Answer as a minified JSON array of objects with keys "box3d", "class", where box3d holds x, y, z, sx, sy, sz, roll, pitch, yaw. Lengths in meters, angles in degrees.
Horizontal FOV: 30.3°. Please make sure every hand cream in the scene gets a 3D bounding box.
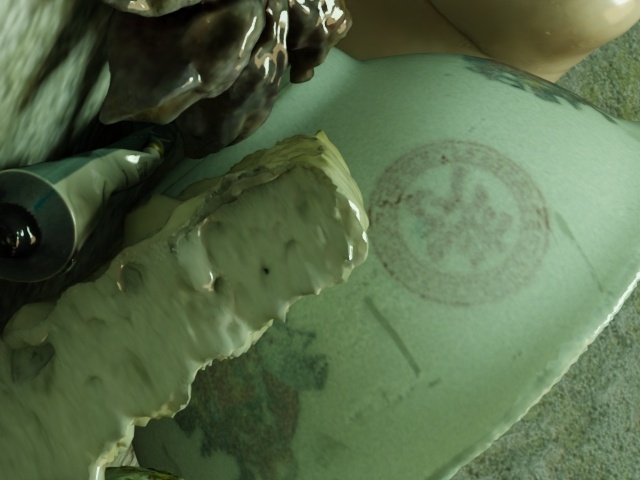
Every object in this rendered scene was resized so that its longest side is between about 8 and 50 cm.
[{"box3d":[-0.110,-0.045,0.590,0.075,0.052,0.248,-39,-168,22],"class":"hand cream"}]

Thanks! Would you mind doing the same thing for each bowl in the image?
[{"box3d":[0.000,0.000,0.782,0.435,0.196,0.435,-39,-169,9],"class":"bowl"}]

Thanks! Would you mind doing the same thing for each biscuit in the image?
[{"box3d":[-0.099,0.044,0.579,0.281,0.084,0.179,-40,-169,9],"class":"biscuit"}]

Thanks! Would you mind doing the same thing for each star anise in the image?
[{"box3d":[-0.032,-0.128,0.551,0.212,0.073,0.197,-64,158,-16],"class":"star anise"}]

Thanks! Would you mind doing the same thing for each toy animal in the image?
[{"box3d":[0.109,-0.200,0.909,0.269,0.326,0.237,60,33,-35],"class":"toy animal"}]

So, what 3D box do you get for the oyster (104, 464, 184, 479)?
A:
[{"box3d":[-0.118,0.155,0.574,0.177,0.064,0.125,-18,-155,48],"class":"oyster"}]
